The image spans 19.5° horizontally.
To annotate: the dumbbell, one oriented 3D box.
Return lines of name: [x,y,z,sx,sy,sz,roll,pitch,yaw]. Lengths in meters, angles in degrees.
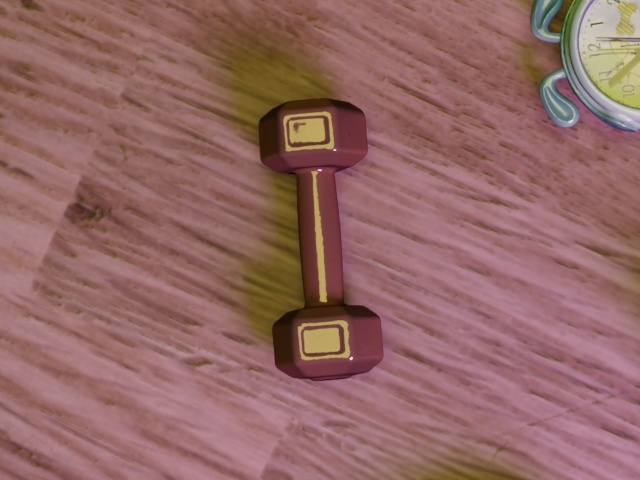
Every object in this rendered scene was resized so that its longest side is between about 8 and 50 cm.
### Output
dumbbell: [0.000,0.000,1.535,0.092,0.082,0.230,-4,85,7]

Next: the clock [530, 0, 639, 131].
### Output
clock: [0.269,-0.162,1.532,0.189,0.060,0.148,-5,86,6]
